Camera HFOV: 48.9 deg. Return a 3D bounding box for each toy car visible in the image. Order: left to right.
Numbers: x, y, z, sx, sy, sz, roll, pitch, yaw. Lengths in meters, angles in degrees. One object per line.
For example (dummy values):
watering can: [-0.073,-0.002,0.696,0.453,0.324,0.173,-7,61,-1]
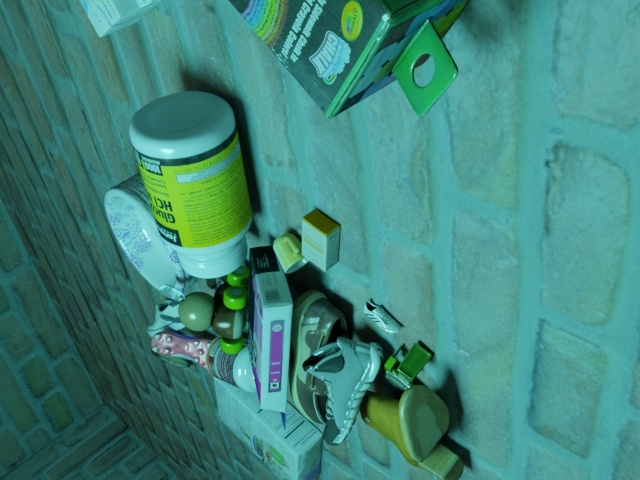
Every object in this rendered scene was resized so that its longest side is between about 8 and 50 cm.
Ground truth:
toy car: [-0.254,0.144,1.533,0.149,0.188,0.155,-92,9,-57]

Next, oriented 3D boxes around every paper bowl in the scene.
paper bowl: [-0.354,-0.026,1.619,0.284,0.148,0.284,35,145,30]

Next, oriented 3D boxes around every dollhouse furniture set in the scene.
dollhouse furniture set: [-0.233,0.088,1.645,0.081,0.091,0.114,57,157,27]
dollhouse furniture set: [0.162,0.232,1.279,0.076,0.058,0.151,35,165,17]

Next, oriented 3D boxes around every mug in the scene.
mug: [-0.054,0.016,1.336,0.064,0.062,0.078,56,134,14]

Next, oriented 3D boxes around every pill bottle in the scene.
pill bottle: [-0.232,-0.095,1.335,0.188,0.188,0.334,30,142,35]
pill bottle: [-0.183,0.306,1.743,0.221,0.121,0.121,7,126,52]

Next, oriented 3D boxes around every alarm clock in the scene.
alarm clock: [-0.456,0.332,2.163,0.129,0.064,0.192,12,156,17]

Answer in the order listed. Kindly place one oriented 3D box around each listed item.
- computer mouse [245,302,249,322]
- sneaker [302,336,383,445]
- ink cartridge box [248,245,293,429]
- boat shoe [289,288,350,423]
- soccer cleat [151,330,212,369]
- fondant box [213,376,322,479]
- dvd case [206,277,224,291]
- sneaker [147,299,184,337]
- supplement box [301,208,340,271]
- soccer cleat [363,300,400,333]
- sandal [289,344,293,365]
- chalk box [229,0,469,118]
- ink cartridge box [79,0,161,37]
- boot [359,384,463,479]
computer mouse: [-0.134,0.169,1.618,0.106,0.042,0.193,61,155,-2]
sneaker: [0.017,0.275,1.330,0.086,0.132,0.228,-104,35,-70]
ink cartridge box: [-0.106,0.208,1.440,0.175,0.069,0.370,-111,18,-50]
boat shoe: [0.019,0.259,1.417,0.123,0.123,0.342,26,132,37]
soccer cleat: [-0.354,0.306,1.985,0.248,0.083,0.095,12,-177,6]
fondant box: [-0.145,0.504,1.916,0.330,0.096,0.238,38,146,28]
dvd case: [-0.257,0.085,1.730,0.087,0.013,0.119,29,141,37]
sneaker: [-0.449,0.223,2.081,0.258,0.094,0.091,-23,91,50]
supplement box: [0.000,0.000,1.257,0.062,0.036,0.098,36,145,28]
soccer cleat: [0.108,0.136,1.253,0.083,0.029,0.035,35,149,38]
sandal: [-0.049,0.231,1.550,0.090,0.060,0.219,52,165,18]
chalk box: [0.049,-0.272,0.775,0.289,0.179,0.180,50,149,5]
ink cartridge box: [-0.361,-0.441,1.265,0.143,0.090,0.092,-5,116,57]
boot: [0.138,0.325,1.296,0.211,0.104,0.295,26,153,44]
